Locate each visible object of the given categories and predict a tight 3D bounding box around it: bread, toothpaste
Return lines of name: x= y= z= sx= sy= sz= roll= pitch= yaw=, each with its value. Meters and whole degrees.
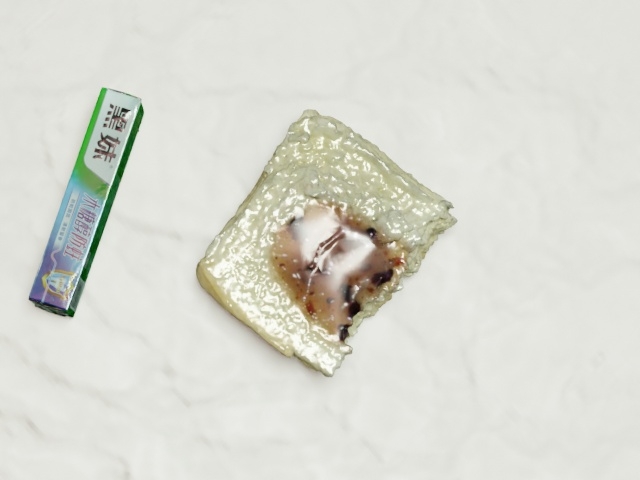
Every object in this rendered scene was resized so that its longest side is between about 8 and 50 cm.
bread: x=0.000 y=0.000 z=0.705 sx=0.070 sy=0.035 sz=0.083 roll=39 pitch=84 yaw=3
toothpaste: x=-0.085 y=-0.014 z=0.707 sx=0.017 sy=0.020 sz=0.083 roll=17 pitch=81 yaw=2
